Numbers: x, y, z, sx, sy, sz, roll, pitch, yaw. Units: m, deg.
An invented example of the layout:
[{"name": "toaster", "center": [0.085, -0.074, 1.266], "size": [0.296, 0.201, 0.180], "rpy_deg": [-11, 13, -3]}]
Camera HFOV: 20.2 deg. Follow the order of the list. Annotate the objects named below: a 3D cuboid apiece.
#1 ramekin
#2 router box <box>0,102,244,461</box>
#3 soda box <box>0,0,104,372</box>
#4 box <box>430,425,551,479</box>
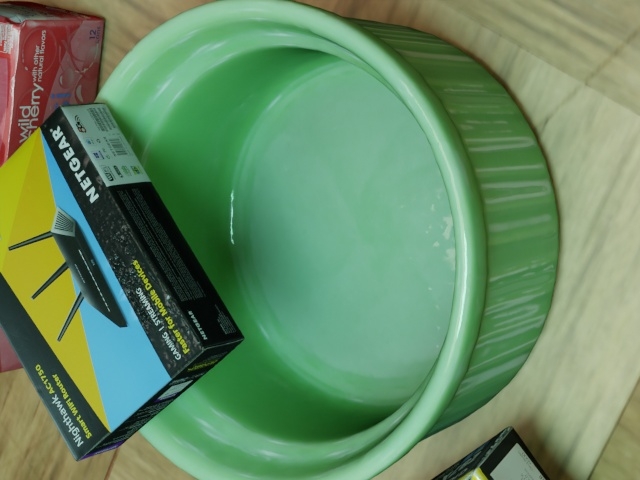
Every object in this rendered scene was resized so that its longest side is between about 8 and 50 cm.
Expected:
[{"name": "ramekin", "center": [0.000, 0.000, 1.126], "size": [0.303, 0.148, 0.303], "rpy_deg": [5, 98, 35]}, {"name": "router box", "center": [-0.142, 0.025, 1.108], "size": [0.133, 0.046, 0.179], "rpy_deg": [-42, 72, 32]}, {"name": "soda box", "center": [-0.229, -0.040, 1.317], "size": [0.083, 0.092, 0.263], "rpy_deg": [17, 106, 33]}, {"name": "box", "center": [0.075, 0.304, 1.122], "size": [0.322, 0.079, 0.257], "rpy_deg": [-39, 89, 32]}]
